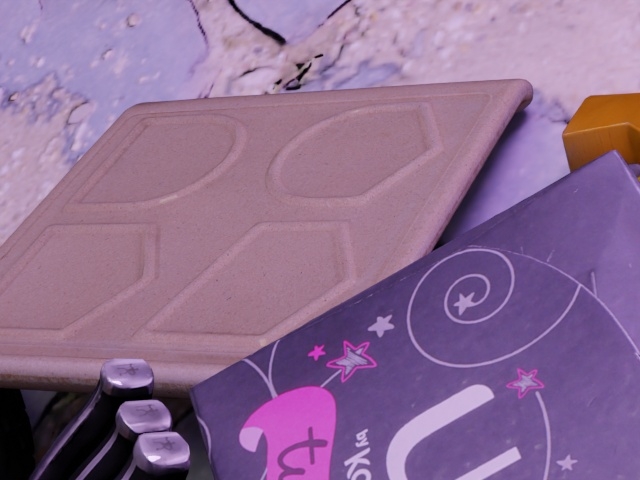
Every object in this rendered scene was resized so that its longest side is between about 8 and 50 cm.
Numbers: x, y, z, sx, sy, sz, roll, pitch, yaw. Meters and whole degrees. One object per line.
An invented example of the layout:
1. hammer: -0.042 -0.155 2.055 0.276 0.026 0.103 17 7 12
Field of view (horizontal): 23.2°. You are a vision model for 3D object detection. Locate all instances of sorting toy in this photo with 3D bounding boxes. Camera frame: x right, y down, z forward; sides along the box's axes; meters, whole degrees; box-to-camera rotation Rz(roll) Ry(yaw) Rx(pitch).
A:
1. sorting toy: 0.000 0.000 0.626 0.307 0.041 0.229 0 33 32

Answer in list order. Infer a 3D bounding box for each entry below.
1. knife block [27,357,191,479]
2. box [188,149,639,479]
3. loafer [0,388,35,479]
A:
1. knife block: -0.143 0.156 0.503 0.275 0.088 0.242 -10 67 49
2. box: 0.082 0.125 0.440 0.163 0.142 0.247 -30 44 8
3. loafer: -0.163 0.115 0.651 0.078 0.076 0.223 -20 50 7
